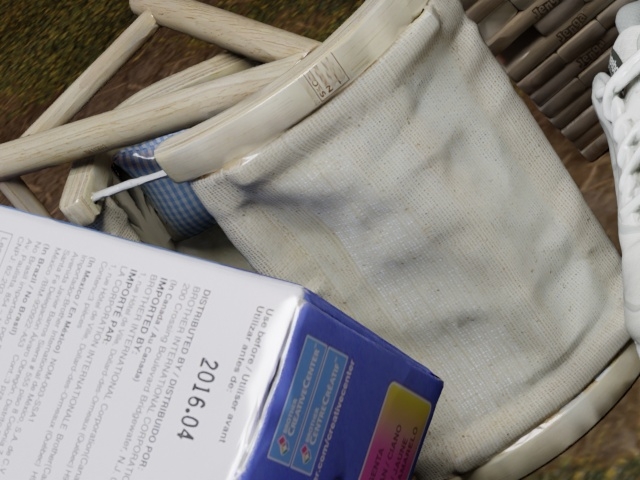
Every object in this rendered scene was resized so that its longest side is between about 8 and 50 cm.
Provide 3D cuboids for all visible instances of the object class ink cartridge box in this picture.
[{"bbox_3d":[-0.124,0.136,0.887,0.395,0.151,0.270,14,79,34],"label":"ink cartridge box"}]

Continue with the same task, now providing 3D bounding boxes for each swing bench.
[{"bbox_3d":[0.000,0.000,1.017,0.254,0.253,0.165,2,46,51],"label":"swing bench"}]

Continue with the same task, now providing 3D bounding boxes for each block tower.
[{"bbox_3d":[0.105,-0.155,1.070,0.097,0.335,0.091,-41,56,11],"label":"block tower"}]

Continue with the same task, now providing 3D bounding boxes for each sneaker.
[{"bbox_3d":[0.180,-0.040,0.975,0.110,0.118,0.292,-35,16,27],"label":"sneaker"}]
